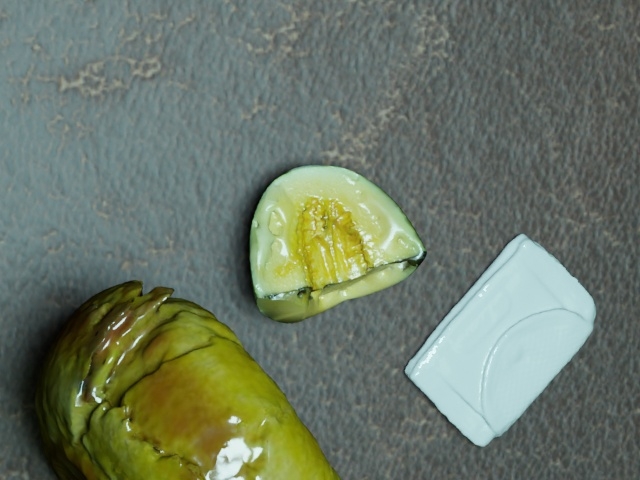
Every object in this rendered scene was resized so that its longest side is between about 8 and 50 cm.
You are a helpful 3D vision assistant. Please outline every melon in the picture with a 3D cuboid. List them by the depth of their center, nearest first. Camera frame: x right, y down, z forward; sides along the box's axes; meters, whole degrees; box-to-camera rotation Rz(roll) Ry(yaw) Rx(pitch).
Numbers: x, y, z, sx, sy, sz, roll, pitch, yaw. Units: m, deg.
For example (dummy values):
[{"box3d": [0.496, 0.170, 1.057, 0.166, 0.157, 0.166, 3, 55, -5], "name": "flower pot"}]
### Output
[{"box3d": [0.000, 0.000, 1.416, 0.160, 0.079, 0.128, -14, 84, -18], "name": "melon"}]

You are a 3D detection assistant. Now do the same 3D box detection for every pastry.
[{"box3d": [-0.091, 0.194, 1.275, 0.164, 0.356, 0.356, -35, 108, -20], "name": "pastry"}]

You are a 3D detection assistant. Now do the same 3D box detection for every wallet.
[{"box3d": [0.174, 0.095, 1.512, 0.124, 0.032, 0.183, 45, 82, -17], "name": "wallet"}]
